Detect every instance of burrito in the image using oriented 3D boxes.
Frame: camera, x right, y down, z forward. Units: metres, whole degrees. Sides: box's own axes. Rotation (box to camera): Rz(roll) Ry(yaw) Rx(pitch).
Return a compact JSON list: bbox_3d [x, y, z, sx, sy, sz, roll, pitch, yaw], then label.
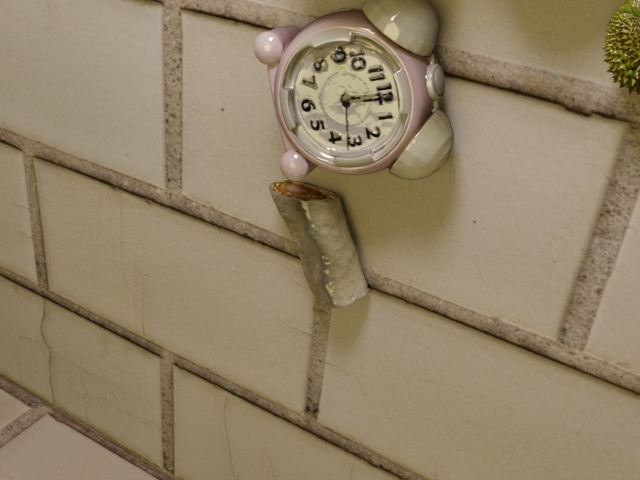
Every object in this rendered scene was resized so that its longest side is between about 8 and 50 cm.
[{"bbox_3d":[-0.003,0.000,1.495,0.143,0.105,0.299,-8,109,39],"label":"burrito"}]

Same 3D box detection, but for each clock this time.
[{"bbox_3d":[0.072,-0.271,1.273,0.326,0.184,0.342,-2,117,28],"label":"clock"}]

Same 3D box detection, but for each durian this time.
[{"bbox_3d":[0.518,-0.293,1.003,0.198,0.146,0.159,4,99,25],"label":"durian"}]
